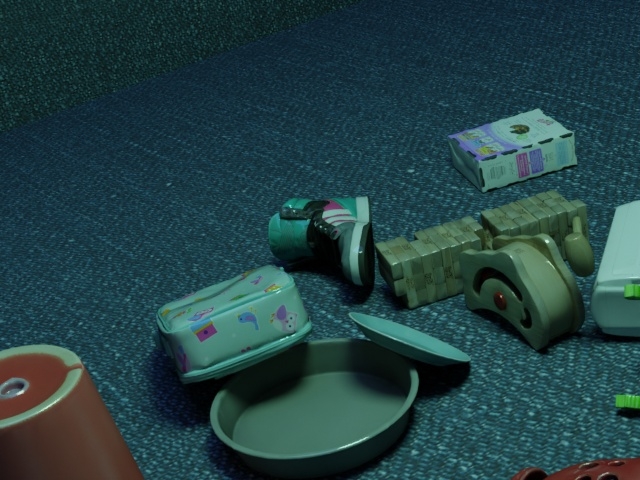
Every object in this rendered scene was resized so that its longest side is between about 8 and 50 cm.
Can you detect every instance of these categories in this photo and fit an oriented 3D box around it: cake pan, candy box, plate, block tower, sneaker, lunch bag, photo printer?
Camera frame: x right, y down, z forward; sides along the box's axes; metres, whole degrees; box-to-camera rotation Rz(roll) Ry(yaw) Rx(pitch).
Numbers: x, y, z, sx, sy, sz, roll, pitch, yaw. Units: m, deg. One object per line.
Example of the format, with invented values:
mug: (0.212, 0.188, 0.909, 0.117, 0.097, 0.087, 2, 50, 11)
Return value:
cake pan: (-0.005, 0.233, 1.777, 0.293, 0.054, 0.293, -10, 25, 5)
candy box: (0.364, -0.173, 2.443, 0.196, 0.070, 0.165, -17, 25, -9)
plate: (0.125, 0.147, 1.842, 0.188, 0.024, 0.188, 19, 4, -1)
block tower: (0.263, 0.012, 2.077, 0.335, 0.091, 0.097, -16, 26, -9)
sneaker: (0.000, 0.000, 2.173, 0.178, 0.124, 0.295, -5, 18, 3)
lunch bag: (-0.138, 0.127, 1.929, 0.224, 0.108, 0.279, -24, 7, -8)
photo printer: (0.546, 0.028, 1.899, 0.256, 0.107, 0.307, -1, 27, 20)

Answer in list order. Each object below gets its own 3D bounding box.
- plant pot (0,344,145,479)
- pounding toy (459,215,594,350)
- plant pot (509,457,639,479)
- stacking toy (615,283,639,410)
plant pot: (-0.361, 0.282, 1.611, 0.275, 0.243, 0.275, -9, 25, 4)
pounding toy: (0.336, 0.061, 1.899, 0.155, 0.154, 0.269, -22, 8, -21)
plant pot: (0.282, 0.320, 1.323, 0.174, 0.191, 0.191, -6, 25, 31)
stacking toy: (0.491, 0.137, 1.640, 0.221, 0.167, 0.052, 0, -16, 24)
